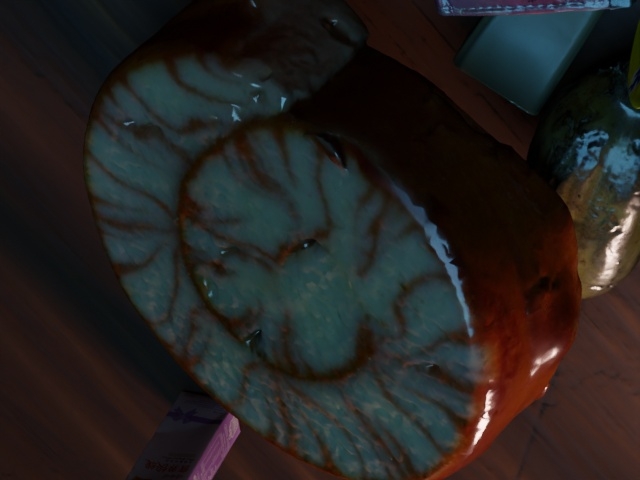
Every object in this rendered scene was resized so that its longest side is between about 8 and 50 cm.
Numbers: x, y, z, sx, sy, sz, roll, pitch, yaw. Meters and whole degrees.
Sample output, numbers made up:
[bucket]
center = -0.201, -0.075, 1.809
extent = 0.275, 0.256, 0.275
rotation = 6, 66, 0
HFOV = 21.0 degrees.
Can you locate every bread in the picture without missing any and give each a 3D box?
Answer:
[bread]
center = 0.001, 0.004, 1.084
extent = 0.327, 0.114, 0.295
rotation = 39, 140, 14

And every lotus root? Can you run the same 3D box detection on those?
[lotus root]
center = 0.166, -0.037, 1.041
extent = 0.089, 0.080, 0.179
rotation = 21, 136, 8

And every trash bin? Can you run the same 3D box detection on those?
[trash bin]
center = 0.129, -0.129, 1.013
extent = 0.061, 0.043, 0.092
rotation = 33, 129, -2

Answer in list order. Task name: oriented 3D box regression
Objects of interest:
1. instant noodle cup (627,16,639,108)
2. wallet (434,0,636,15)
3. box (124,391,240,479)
[instant noodle cup]
center = 0.269, -0.135, 0.845
extent = 0.174, 0.213, 0.213
rotation = 19, 132, -2
[wallet]
center = 0.100, -0.235, 0.925
extent = 0.119, 0.025, 0.232
rotation = 0, 114, 26
[box]
center = -0.104, 0.165, 1.302
extent = 0.050, 0.117, 0.036
rotation = 5, 125, 19
